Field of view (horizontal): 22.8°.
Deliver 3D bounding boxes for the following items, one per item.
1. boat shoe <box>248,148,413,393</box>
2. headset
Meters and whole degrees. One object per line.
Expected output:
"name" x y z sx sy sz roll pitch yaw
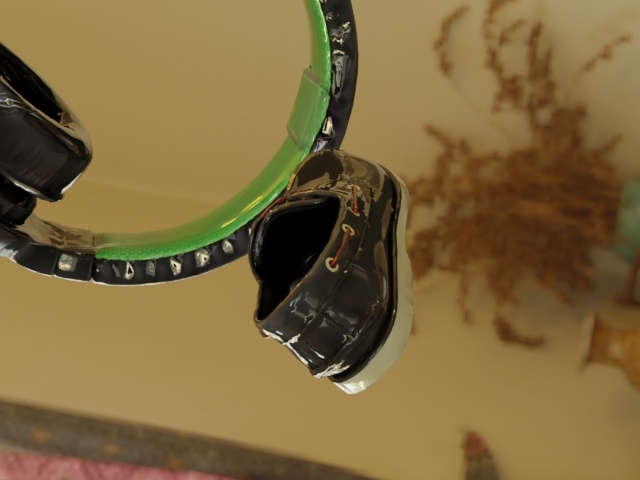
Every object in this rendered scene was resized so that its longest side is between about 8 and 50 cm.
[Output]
"boat shoe" 0.001 -0.001 0.523 0.049 0.042 0.133 -47 19 19
"headset" -0.170 -0.108 0.802 0.185 0.394 0.243 -116 42 -72
